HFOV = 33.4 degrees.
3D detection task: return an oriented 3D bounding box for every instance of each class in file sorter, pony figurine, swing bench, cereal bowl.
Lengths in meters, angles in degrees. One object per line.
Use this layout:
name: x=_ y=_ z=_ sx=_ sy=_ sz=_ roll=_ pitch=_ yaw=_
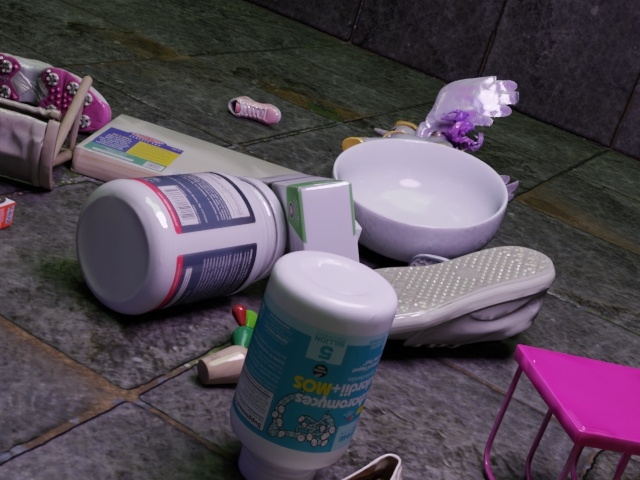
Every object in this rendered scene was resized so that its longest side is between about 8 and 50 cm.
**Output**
file sorter: x=0.377 y=0.279 z=1.327 sx=0.290 sy=0.182 sz=0.202 roll=12 pitch=20 yaw=-16
pony figurine: x=0.247 y=-0.202 z=2.333 sx=0.350 sy=0.303 sz=0.363 roll=5 pitch=18 yaw=18
swing bench: x=-0.555 y=-0.203 z=1.830 sx=0.253 sy=0.165 sz=0.255 roll=16 pitch=26 yaw=-5
cereal bowl: x=0.179 y=-0.057 z=2.025 sx=0.338 sy=0.141 sz=0.339 roll=6 pitch=31 yaw=-4

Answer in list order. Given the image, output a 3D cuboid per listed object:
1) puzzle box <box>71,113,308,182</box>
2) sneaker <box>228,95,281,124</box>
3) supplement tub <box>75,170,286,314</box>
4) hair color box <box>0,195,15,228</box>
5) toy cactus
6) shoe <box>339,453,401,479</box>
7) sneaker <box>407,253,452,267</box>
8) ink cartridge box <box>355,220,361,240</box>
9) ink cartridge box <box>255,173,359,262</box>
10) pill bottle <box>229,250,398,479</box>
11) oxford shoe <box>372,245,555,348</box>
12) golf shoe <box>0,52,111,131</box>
puzzle box: x=-0.239 y=-0.130 z=2.043 sx=0.408 sy=0.052 sz=0.272 roll=18 pitch=21 yaw=2
sneaker: x=-0.164 y=-0.309 z=2.556 sx=0.134 sy=0.051 sz=0.070 roll=26 pitch=24 yaw=29
supplement tub: x=-0.199 y=-0.003 z=1.560 sx=0.191 sy=0.191 sz=0.272 roll=31 pitch=25 yaw=32
hair color box: x=-0.529 y=-0.037 z=1.590 sx=0.072 sy=0.043 sz=0.141 roll=22 pitch=21 yaw=14
toy cactus: x=-0.074 y=0.152 z=1.425 sx=0.180 sy=0.112 sz=0.219 roll=-10 pitch=42 yaw=-33
shoe: x=0.025 y=0.293 z=1.184 sx=0.076 sy=0.058 sz=0.219 roll=29 pitch=24 yaw=28
sneaker: x=0.275 y=0.071 z=1.897 sx=0.226 sy=0.086 sz=0.163 roll=23 pitch=23 yaw=12
ink cartridge box: x=0.000 y=0.000 z=1.854 sx=0.122 sy=0.089 sz=0.052 roll=7 pitch=23 yaw=-26
ink cartridge box: x=-0.027 y=-0.019 z=1.683 sx=0.092 sy=0.160 sz=0.219 roll=-9 pitch=11 yaw=-20
pill bottle: x=-0.017 y=0.155 z=1.208 sx=0.146 sy=0.264 sz=0.146 roll=15 pitch=22 yaw=-6
oxford shoe: x=0.170 y=0.114 z=1.673 sx=0.449 sy=0.130 sz=0.169 roll=-10 pitch=30 yaw=-23
golf shoe: x=-0.538 y=-0.309 z=2.176 sx=0.306 sy=0.115 sz=0.140 roll=26 pitch=19 yaw=17
